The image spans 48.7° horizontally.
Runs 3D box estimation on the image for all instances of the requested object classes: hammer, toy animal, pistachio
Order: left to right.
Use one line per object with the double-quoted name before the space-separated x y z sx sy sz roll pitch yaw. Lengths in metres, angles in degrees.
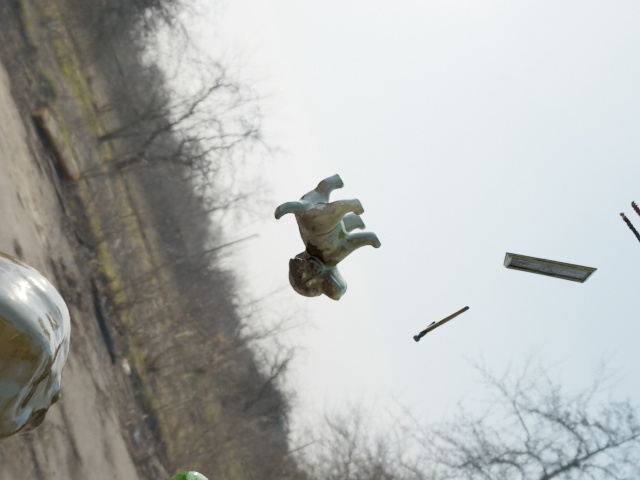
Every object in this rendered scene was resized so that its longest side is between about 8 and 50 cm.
"pistachio" -0.335 0.068 0.576 0.163 0.260 0.213 -72 175 -46
"toy animal" 0.014 0.001 1.225 0.121 0.168 0.233 56 -15 42
"hammer" 0.267 0.174 1.529 0.017 0.062 0.182 55 -34 7

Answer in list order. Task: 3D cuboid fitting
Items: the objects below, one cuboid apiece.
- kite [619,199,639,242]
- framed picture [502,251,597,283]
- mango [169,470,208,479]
"kite" 0.658 0.013 1.339 0.141 0.015 0.245 -46 -133 30
"framed picture" 0.483 0.060 1.509 0.142 0.183 0.011 51 52 -73
"mango" -0.186 0.407 0.987 0.119 0.100 0.178 41 32 -34
